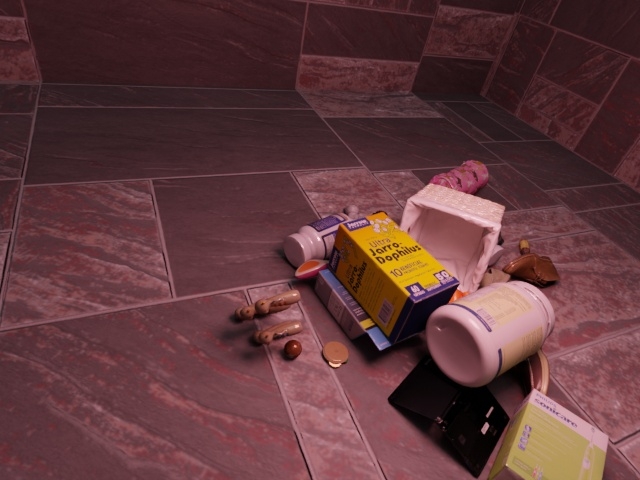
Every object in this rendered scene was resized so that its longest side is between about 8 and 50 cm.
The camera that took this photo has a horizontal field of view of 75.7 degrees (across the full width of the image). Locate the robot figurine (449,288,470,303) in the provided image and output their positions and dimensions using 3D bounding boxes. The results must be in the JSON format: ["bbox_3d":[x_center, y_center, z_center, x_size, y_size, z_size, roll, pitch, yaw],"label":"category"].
[{"bbox_3d":[0.439,0.224,1.392,0.220,0.158,0.128,30,6,-33],"label":"robot figurine"}]

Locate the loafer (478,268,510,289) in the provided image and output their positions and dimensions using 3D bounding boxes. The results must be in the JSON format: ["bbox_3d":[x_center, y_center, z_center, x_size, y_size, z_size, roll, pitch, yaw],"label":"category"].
[{"bbox_3d":[0.640,0.184,1.573,0.092,0.101,0.269,33,33,25],"label":"loafer"}]

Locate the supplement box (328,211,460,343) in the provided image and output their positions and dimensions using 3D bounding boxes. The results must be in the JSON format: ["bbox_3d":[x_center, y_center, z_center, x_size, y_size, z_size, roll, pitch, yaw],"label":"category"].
[{"bbox_3d":[0.213,0.103,1.291,0.194,0.195,0.356,-17,48,-32],"label":"supplement box"}]

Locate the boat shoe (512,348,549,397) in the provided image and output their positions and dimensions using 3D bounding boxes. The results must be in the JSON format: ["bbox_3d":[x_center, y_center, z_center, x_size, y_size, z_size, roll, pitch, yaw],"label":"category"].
[{"bbox_3d":[0.645,0.379,1.327,0.123,0.123,0.341,7,37,14],"label":"boat shoe"}]

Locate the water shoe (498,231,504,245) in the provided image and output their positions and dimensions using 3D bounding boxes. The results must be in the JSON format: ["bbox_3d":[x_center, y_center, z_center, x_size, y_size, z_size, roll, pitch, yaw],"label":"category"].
[{"bbox_3d":[0.795,-0.048,1.932,0.080,0.073,0.203,26,39,-20],"label":"water shoe"}]

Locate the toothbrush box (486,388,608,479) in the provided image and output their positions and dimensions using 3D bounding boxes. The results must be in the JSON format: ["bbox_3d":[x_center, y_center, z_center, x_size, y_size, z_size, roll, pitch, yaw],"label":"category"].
[{"bbox_3d":[0.590,0.567,1.064,0.206,0.122,0.283,32,43,22],"label":"toothbrush box"}]

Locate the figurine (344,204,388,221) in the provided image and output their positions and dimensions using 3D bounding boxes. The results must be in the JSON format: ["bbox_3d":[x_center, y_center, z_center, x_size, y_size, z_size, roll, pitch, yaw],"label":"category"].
[{"bbox_3d":[0.196,-0.087,1.793,0.215,0.092,0.209,13,31,1],"label":"figurine"}]

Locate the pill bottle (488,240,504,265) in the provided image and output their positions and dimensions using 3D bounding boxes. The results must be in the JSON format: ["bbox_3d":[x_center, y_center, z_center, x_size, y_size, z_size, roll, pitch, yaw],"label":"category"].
[{"bbox_3d":[0.653,-0.011,1.769,0.146,0.146,0.264,-14,46,-30],"label":"pill bottle"}]

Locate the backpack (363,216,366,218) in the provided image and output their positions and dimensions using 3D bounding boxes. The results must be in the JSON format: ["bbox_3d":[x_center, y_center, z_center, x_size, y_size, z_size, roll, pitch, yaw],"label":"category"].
[{"bbox_3d":[0.204,0.007,1.596,0.115,0.151,0.182,10,22,-10],"label":"backpack"}]

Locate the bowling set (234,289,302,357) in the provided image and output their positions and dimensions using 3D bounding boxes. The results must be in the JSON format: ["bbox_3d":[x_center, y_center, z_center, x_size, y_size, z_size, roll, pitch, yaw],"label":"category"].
[{"bbox_3d":[-0.142,0.259,1.199,0.154,0.287,0.199,-14,79,-21],"label":"bowling set"}]

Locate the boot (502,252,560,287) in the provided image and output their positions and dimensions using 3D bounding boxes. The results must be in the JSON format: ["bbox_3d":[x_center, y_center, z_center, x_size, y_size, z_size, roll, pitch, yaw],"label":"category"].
[{"bbox_3d":[0.871,0.127,1.679,0.306,0.112,0.115,3,50,-31],"label":"boot"}]

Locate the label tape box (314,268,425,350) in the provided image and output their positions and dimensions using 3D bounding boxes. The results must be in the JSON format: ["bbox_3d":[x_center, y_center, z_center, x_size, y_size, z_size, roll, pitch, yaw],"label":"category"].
[{"bbox_3d":[0.176,0.219,1.383,0.250,0.115,0.347,-15,49,-30],"label":"label tape box"}]

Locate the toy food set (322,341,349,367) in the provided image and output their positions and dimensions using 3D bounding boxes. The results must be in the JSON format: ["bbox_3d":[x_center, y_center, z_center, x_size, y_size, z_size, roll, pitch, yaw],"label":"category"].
[{"bbox_3d":[0.048,0.345,1.262,0.083,0.020,0.083,-20,49,-35],"label":"toy food set"}]

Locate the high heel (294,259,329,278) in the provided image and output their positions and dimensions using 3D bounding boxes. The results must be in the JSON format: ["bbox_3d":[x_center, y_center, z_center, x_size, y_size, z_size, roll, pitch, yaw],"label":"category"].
[{"bbox_3d":[0.015,0.115,1.474,0.244,0.117,0.082,-27,29,-37],"label":"high heel"}]

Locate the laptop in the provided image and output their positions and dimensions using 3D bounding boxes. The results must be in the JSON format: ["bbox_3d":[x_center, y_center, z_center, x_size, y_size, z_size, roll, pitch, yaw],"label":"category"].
[{"bbox_3d":[0.372,0.487,1.188,0.234,0.136,0.264,-31,81,-40],"label":"laptop"}]

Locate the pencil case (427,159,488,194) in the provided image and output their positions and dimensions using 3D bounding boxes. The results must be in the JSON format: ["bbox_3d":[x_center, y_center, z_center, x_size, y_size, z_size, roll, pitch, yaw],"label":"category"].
[{"bbox_3d":[0.713,-0.297,2.129,0.386,0.159,0.167,-27,45,-38],"label":"pencil case"}]

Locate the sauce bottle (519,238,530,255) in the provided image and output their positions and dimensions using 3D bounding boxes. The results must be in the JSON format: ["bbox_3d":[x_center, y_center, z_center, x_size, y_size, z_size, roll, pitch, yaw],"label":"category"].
[{"bbox_3d":[0.926,0.043,1.864,0.042,0.042,0.128,20,38,8],"label":"sauce bottle"}]

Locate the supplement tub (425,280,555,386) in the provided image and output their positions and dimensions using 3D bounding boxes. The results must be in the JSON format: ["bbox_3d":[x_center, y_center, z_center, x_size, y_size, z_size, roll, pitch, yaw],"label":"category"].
[{"bbox_3d":[0.499,0.259,1.207,0.325,0.235,0.235,-16,47,-29],"label":"supplement tub"}]

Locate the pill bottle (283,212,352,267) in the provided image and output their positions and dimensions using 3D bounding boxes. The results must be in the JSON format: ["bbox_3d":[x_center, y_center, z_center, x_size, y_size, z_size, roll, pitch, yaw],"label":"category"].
[{"bbox_3d":[0.000,0.000,1.565,0.265,0.153,0.153,-23,51,-37],"label":"pill bottle"}]

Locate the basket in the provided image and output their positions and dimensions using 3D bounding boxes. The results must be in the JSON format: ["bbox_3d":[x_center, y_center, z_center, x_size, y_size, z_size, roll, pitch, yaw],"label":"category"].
[{"bbox_3d":[0.475,-0.005,1.553,0.332,0.327,0.266,21,30,20],"label":"basket"}]
